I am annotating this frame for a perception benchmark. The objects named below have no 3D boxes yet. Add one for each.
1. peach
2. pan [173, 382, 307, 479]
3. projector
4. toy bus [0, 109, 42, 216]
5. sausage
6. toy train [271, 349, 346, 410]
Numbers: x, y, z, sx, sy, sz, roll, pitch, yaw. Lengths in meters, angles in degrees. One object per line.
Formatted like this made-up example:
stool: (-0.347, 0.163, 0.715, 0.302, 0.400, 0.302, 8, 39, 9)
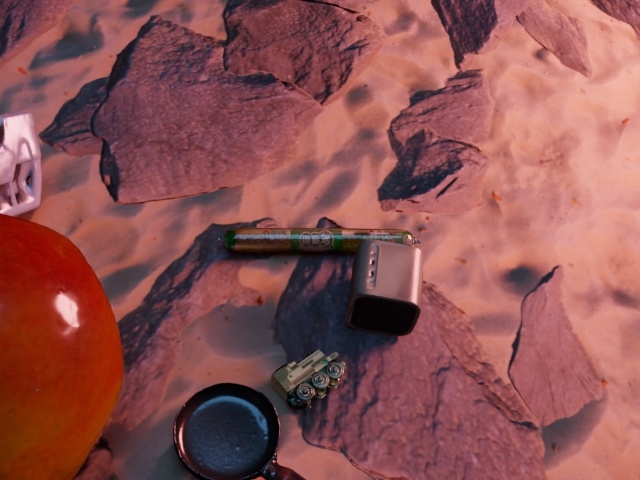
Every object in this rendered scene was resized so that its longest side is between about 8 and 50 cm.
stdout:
peach: (-0.347, 0.125, 0.666, 0.332, 0.308, 0.308, -30, 63, -21)
pan: (-0.060, 0.231, 0.777, 0.212, 0.040, 0.115, 31, 54, 21)
projector: (0.078, 0.058, 0.898, 0.083, 0.083, 0.082, 10, 53, -1)
toy bus: (-0.449, -0.057, 0.806, 0.109, 0.136, 0.329, -8, 14, 29)
sausage: (0.000, 0.000, 0.962, 0.269, 0.033, 0.033, 0, 54, -8)
toy train: (-0.011, 0.155, 0.846, 0.083, 0.033, 0.053, -32, 60, -27)
